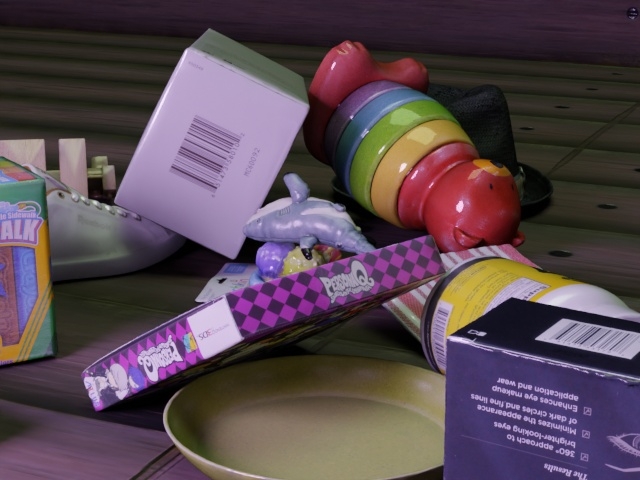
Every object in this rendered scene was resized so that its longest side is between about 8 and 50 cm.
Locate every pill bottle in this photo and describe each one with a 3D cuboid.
[{"bbox_3d":[0.173,0.084,0.989,0.119,0.119,0.208,-6,11,-22],"label":"pill bottle"}]

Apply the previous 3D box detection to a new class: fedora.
[{"bbox_3d":[0.166,-0.134,1.741,0.334,0.152,0.334,0,15,0],"label":"fedora"}]

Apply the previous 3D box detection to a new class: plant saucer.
[{"bbox_3d":[0.004,0.143,0.959,0.241,0.037,0.241,0,16,0],"label":"plant saucer"}]

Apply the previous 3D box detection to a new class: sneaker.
[{"bbox_3d":[-0.266,-0.025,1.397,0.290,0.123,0.106,-10,17,-41],"label":"sneaker"}]

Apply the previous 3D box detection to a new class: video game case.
[{"bbox_3d":[-0.045,0.066,1.045,0.232,0.042,0.210,-15,-10,-44],"label":"video game case"}]

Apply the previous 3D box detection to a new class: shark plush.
[{"bbox_3d":[0.000,0.000,1.297,0.161,0.073,0.067,30,57,26],"label":"shark plush"}]

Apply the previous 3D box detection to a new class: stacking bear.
[{"bbox_3d":[0.120,-0.084,1.497,0.175,0.164,0.289,8,29,-45],"label":"stacking bear"}]

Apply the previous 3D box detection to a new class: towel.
[{"bbox_3d":[0.150,0.060,1.241,0.197,0.029,0.144,-9,33,-29],"label":"towel"}]

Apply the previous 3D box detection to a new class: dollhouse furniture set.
[{"bbox_3d":[-0.331,-0.043,1.631,0.144,0.123,0.151,-3,-19,-12],"label":"dollhouse furniture set"}]

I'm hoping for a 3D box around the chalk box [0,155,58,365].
[{"bbox_3d":[-0.321,-0.003,1.143,0.132,0.213,0.132,-8,18,-28],"label":"chalk box"}]

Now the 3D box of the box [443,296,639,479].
[{"bbox_3d":[0.162,0.131,0.779,0.156,0.158,0.093,11,19,32],"label":"box"}]

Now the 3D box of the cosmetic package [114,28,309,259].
[{"bbox_3d":[-0.122,-0.129,1.531,0.155,0.197,0.365,25,12,-6],"label":"cosmetic package"}]

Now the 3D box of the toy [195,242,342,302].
[{"bbox_3d":[0.000,0.025,1.346,0.237,0.056,0.137,3,15,9],"label":"toy"}]
